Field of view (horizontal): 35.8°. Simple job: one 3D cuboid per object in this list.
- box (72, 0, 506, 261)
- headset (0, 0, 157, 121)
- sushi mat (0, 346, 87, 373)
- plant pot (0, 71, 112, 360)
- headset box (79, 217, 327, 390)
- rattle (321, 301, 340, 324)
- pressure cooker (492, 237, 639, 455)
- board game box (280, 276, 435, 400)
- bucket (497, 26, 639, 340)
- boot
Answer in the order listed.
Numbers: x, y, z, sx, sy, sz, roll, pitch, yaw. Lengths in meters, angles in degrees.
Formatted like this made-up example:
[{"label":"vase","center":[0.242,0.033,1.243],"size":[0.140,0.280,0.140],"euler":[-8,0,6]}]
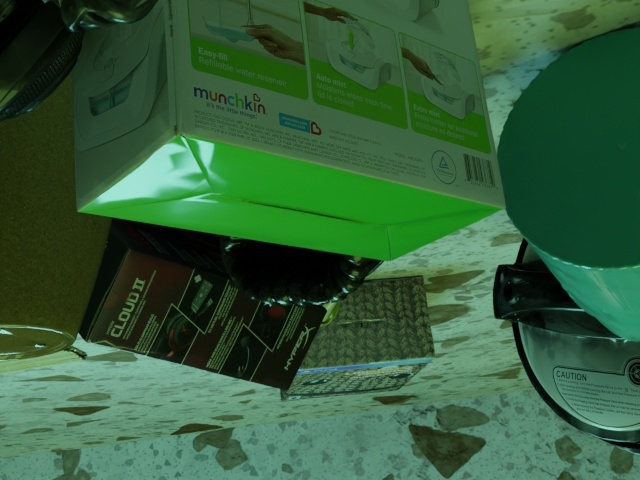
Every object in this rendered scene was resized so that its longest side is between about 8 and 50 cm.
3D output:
[{"label":"box","center":[-0.020,-0.126,0.655],"size":[0.262,0.231,0.127],"euler":[8,155,-39]},{"label":"headset","center":[-0.219,-0.144,0.504],"size":[0.394,0.185,0.243],"euler":[-1,137,27]},{"label":"sushi mat","center":[-0.609,0.232,1.859],"size":[0.317,0.019,0.151],"euler":[-11,160,13]},{"label":"plant pot","center":[-0.262,-0.038,0.801],"size":[0.237,0.254,0.237],"euler":[-6,163,-2]},{"label":"headset box","center":[-0.175,0.046,1.091],"size":[0.293,0.110,0.218],"euler":[21,-171,-38]},{"label":"rattle","center":[0.008,0.017,1.417],"size":[0.130,0.143,0.199],"euler":[-33,160,-33]},{"label":"pressure cooker","center":[0.444,0.077,1.240],"size":[0.421,0.375,0.370],"euler":[8,132,-37]},{"label":"board game box","center":[0.049,0.178,1.737],"size":[0.232,0.141,0.291],"euler":[-4,162,-8]},{"label":"bucket","center":[0.313,-0.055,0.941],"size":[0.281,0.281,0.183],"euler":[-16,151,27]},{"label":"boot","center":[-0.002,-0.004,0.996],"size":[0.260,0.131,0.348],"euler":[-42,176,-41]}]
